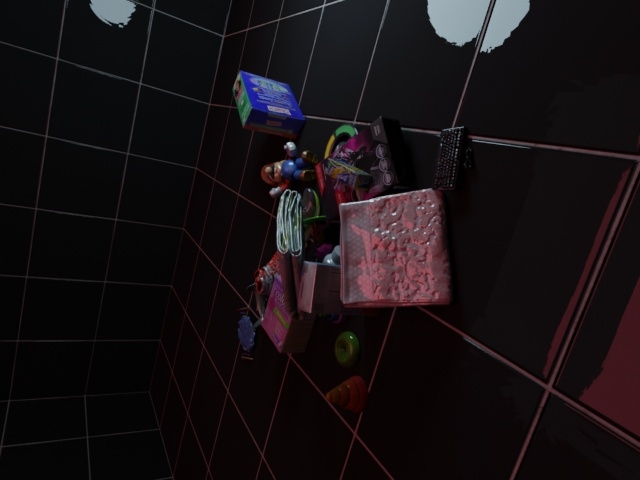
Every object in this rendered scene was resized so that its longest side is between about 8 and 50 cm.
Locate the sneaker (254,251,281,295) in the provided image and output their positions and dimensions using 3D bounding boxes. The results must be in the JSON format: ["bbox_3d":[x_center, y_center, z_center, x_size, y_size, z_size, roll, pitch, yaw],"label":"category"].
[{"bbox_3d":[-0.205,0.115,1.901,0.090,0.145,0.269,15,95,57],"label":"sneaker"}]

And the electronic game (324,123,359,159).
[{"bbox_3d":[0.082,-0.333,1.649,0.229,0.048,0.229,-19,66,54],"label":"electronic game"}]

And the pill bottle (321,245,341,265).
[{"bbox_3d":[0.045,0.115,1.549,0.193,0.108,0.108,-60,38,29],"label":"pill bottle"}]

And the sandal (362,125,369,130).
[{"bbox_3d":[0.190,-0.380,1.499,0.179,0.040,0.067,12,93,57],"label":"sandal"}]

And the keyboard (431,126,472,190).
[{"bbox_3d":[0.365,-0.224,1.181,0.108,0.023,0.180,5,81,40],"label":"keyboard"}]

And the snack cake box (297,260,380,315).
[{"bbox_3d":[0.068,0.153,1.357,0.089,0.265,0.152,5,87,59],"label":"snack cake box"}]

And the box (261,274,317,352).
[{"bbox_3d":[-0.125,0.299,1.762,0.213,0.118,0.242,40,116,53],"label":"box"}]

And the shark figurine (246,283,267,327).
[{"bbox_3d":[-0.296,0.264,2.043,0.166,0.116,0.277,0,81,59],"label":"shark figurine"}]

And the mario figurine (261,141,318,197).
[{"bbox_3d":[-0.164,-0.307,1.903,0.321,0.170,0.198,-3,46,49],"label":"mario figurine"}]

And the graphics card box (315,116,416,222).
[{"bbox_3d":[0.137,-0.223,1.461,0.371,0.094,0.232,-26,71,49],"label":"graphics card box"}]

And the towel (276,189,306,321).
[{"bbox_3d":[-0.099,0.053,1.520,0.374,0.090,0.320,87,180,-46],"label":"towel"}]

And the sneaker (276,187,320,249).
[{"bbox_3d":[-0.093,-0.078,1.793,0.111,0.121,0.299,38,114,53],"label":"sneaker"}]

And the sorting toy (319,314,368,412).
[{"bbox_3d":[0.053,0.396,1.457,0.127,0.126,0.365,-39,53,47],"label":"sorting toy"}]

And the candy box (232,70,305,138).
[{"bbox_3d":[-0.249,-0.638,2.025,0.122,0.269,0.317,-58,39,38],"label":"candy box"}]

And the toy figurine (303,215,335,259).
[{"bbox_3d":[0.000,0.000,1.662,0.173,0.130,0.159,143,120,-75],"label":"toy figurine"}]

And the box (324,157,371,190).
[{"bbox_3d":[0.086,-0.216,1.401,0.169,0.059,0.054,38,120,45],"label":"box"}]

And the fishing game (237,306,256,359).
[{"bbox_3d":[-0.368,0.467,2.175,0.189,0.041,0.263,-22,73,54],"label":"fishing game"}]

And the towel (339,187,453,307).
[{"bbox_3d":[0.205,0.024,1.233,0.317,0.053,0.331,-6,74,22],"label":"towel"}]
